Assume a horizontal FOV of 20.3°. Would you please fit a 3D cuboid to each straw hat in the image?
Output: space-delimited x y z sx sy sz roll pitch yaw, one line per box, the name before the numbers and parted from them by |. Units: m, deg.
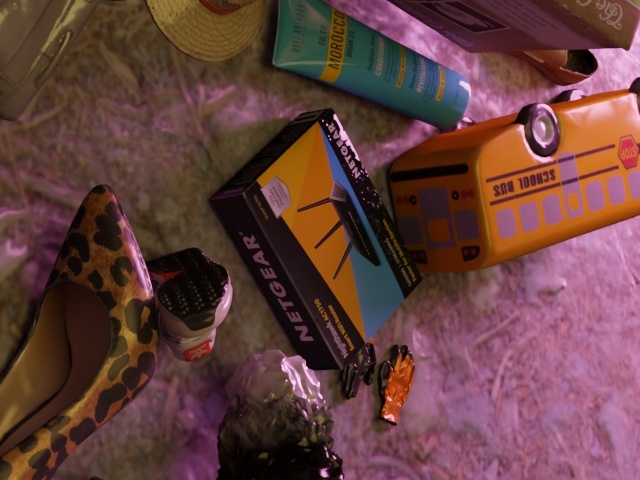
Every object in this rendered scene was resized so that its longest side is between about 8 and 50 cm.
straw hat | -0.076 -0.220 1.439 0.144 0.061 0.145 8 79 -44

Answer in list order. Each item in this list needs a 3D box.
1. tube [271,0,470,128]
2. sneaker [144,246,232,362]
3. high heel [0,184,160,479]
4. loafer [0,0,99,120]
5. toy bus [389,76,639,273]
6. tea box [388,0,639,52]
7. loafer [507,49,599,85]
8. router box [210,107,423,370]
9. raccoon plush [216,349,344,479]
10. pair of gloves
tube | 0.040 -0.155 1.560 0.207 0.052 0.080 20 60 -35
sneaker | -0.093 0.058 1.335 0.057 0.161 0.075 -18 106 -10
high heel | -0.206 0.088 1.245 0.186 0.093 0.261 3 92 -51
loafer | -0.175 -0.225 1.316 0.319 0.112 0.111 -55 127 -25
toy bus | 0.214 -0.068 1.671 0.332 0.108 0.130 -16 97 -44
tea box | 0.133 -0.367 1.498 0.329 0.220 0.324 26 80 -34
loafer | 0.217 -0.197 1.729 0.148 0.050 0.056 25 72 -40
router box | 0.000 0.000 1.496 0.133 0.046 0.179 -46 116 -37
raccoon plush | -0.141 0.291 1.277 0.299 0.216 0.446 11 52 -31
pair of gloves | 0.051 0.115 1.557 0.083 0.010 0.074 34 63 -36
